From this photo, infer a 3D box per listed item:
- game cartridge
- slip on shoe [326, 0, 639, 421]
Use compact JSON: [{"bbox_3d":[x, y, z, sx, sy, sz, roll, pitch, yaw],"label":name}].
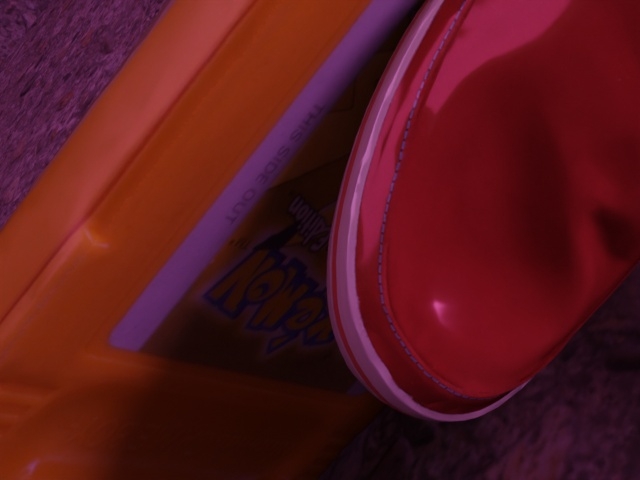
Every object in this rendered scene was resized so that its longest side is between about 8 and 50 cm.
[{"bbox_3d":[0.000,0.000,0.470,0.052,0.285,0.324,43,100,31],"label":"game cartridge"},{"bbox_3d":[0.120,-0.076,0.344,0.331,0.123,0.101,-51,21,2],"label":"slip on shoe"}]
